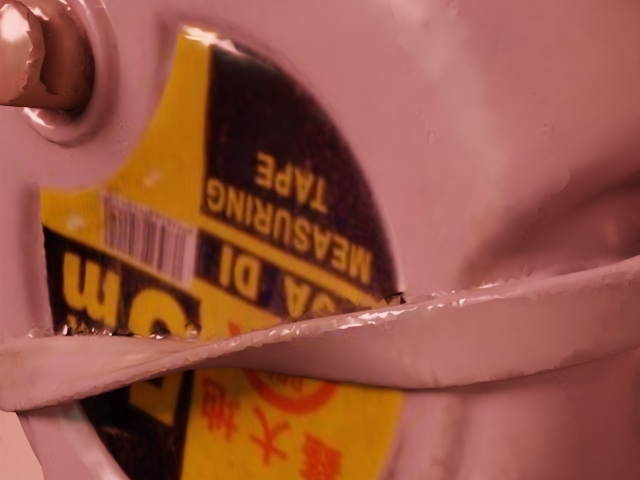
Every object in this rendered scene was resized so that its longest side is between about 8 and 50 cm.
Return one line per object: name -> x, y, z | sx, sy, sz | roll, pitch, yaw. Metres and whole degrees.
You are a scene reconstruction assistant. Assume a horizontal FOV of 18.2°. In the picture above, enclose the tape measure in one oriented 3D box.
tape measure -> 0.000, 0.000, 0.441 | 0.236, 0.120, 0.197 | 25, 116, 38
